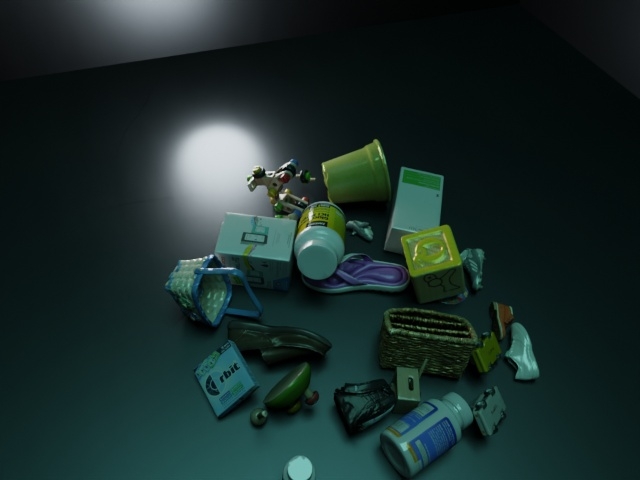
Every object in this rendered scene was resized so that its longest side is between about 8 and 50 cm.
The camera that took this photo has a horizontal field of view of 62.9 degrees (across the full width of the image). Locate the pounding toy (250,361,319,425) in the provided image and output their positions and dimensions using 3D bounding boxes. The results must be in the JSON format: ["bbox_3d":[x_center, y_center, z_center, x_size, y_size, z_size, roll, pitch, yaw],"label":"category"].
[{"bbox_3d":[-0.093,0.500,1.629,0.110,0.183,0.237,49,59,0],"label":"pounding toy"}]

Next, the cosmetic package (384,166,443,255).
[{"bbox_3d":[0.391,-0.115,2.169,0.196,0.155,0.366,12,49,2],"label":"cosmetic package"}]

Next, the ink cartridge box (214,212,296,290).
[{"bbox_3d":[-0.236,0.043,1.952,0.269,0.198,0.197,7,51,2],"label":"ink cartridge box"}]

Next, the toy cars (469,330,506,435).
[{"bbox_3d":[0.535,0.466,1.730,0.176,0.087,0.394,41,42,-30],"label":"toy cars"}]

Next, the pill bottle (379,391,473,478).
[{"bbox_3d":[0.328,0.579,1.588,0.271,0.152,0.152,-25,57,-24],"label":"pill bottle"}]

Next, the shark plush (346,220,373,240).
[{"bbox_3d":[0.142,-0.049,2.159,0.161,0.073,0.067,18,81,3],"label":"shark plush"}]

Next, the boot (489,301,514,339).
[{"bbox_3d":[0.674,0.297,1.917,0.084,0.059,0.158,12,49,-2],"label":"boot"}]

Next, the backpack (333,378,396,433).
[{"bbox_3d":[0.145,0.512,1.651,0.181,0.115,0.152,-18,68,-17],"label":"backpack"}]

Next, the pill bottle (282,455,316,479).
[{"bbox_3d":[-0.061,0.666,1.468,0.094,0.170,0.094,2,50,-3],"label":"pill bottle"}]

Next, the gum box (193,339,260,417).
[{"bbox_3d":[-0.303,0.440,1.672,0.157,0.041,0.184,-40,59,4],"label":"gum box"}]

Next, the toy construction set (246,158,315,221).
[{"bbox_3d":[-0.192,-0.178,2.166,0.237,0.257,0.309,4,71,21],"label":"toy construction set"}]

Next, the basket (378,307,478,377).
[{"bbox_3d":[0.358,0.304,1.764,0.298,0.223,0.214,7,45,4],"label":"basket"}]

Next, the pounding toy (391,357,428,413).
[{"bbox_3d":[0.289,0.469,1.689,0.100,0.130,0.141,5,50,-1],"label":"pounding toy"}]

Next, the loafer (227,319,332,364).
[{"bbox_3d":[-0.143,0.358,1.764,0.365,0.134,0.130,5,73,12],"label":"loafer"}]

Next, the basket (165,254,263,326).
[{"bbox_3d":[-0.360,0.180,1.801,0.288,0.255,0.201,-2,46,17],"label":"basket"}]

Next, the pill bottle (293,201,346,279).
[{"bbox_3d":[0.000,0.000,1.950,0.187,0.188,0.334,7,28,1],"label":"pill bottle"}]

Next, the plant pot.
[{"bbox_3d":[0.144,-0.268,2.227,0.253,0.276,0.276,-13,52,-1],"label":"plant pot"}]

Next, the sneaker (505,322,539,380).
[{"bbox_3d":[0.690,0.387,1.836,0.094,0.080,0.212,-8,52,3],"label":"sneaker"}]

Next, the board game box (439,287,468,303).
[{"bbox_3d":[0.495,0.166,2.023,0.133,0.033,0.169,-12,53,-14],"label":"board game box"}]

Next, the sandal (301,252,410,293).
[{"bbox_3d":[0.136,0.109,1.991,0.415,0.102,0.170,1,48,-2],"label":"sandal"}]

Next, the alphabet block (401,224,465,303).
[{"bbox_3d":[0.420,0.090,1.941,0.192,0.197,0.194,-16,50,7],"label":"alphabet block"}]

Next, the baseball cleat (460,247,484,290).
[{"bbox_3d":[0.591,0.114,2.064,0.109,0.072,0.206,6,44,18],"label":"baseball cleat"}]
